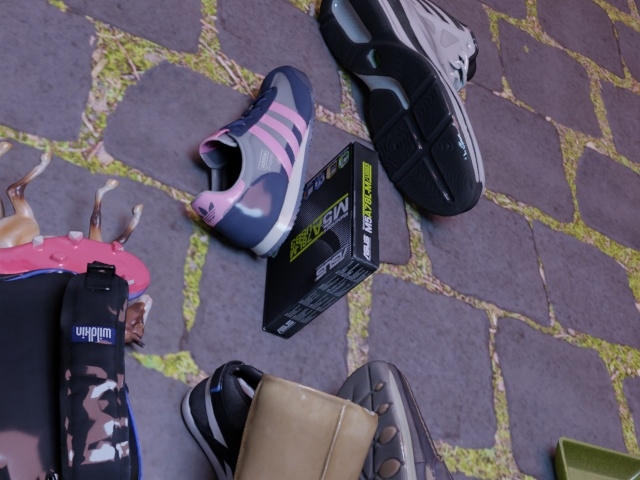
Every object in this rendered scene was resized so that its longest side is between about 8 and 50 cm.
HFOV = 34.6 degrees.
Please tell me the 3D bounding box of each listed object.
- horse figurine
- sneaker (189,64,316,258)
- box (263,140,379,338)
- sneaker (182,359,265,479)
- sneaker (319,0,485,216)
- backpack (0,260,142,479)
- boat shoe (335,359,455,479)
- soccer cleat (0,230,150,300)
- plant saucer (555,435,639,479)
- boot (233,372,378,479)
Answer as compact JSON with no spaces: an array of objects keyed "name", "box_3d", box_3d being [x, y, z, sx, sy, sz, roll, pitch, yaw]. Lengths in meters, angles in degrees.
[{"name":"horse figurine","box_3d":[-0.290,-0.004,1.108,0.263,0.066,0.174,28,62,-32]},{"name":"sneaker","box_3d":[-0.089,-0.134,1.350,0.131,0.112,0.319,27,44,-25]},{"name":"box","box_3d":[0.000,0.000,1.262,0.045,0.190,0.184,26,46,-25]},{"name":"sneaker","box_3d":[-0.056,0.228,1.092,0.217,0.121,0.079,53,43,6]},{"name":"sneaker","box_3d":[0.196,-0.241,1.623,0.257,0.169,0.447,-4,60,-39]},{"name":"backpack","box_3d":[-0.287,0.171,0.884,0.276,0.213,0.263,-6,56,-34]},{"name":"boat shoe","box_3d":[0.098,0.315,1.168,0.130,0.132,0.355,15,59,-44]},{"name":"soccer cleat","box_3d":[-0.296,0.049,1.030,0.248,0.095,0.083,-2,47,-32]},{"name":"plant saucer","box_3d":[0.396,0.379,1.407,0.188,0.045,0.188,19,49,-28]},{"name":"boot","box_3d":[0.008,0.296,1.025,0.236,0.089,0.269,23,78,-24]}]
